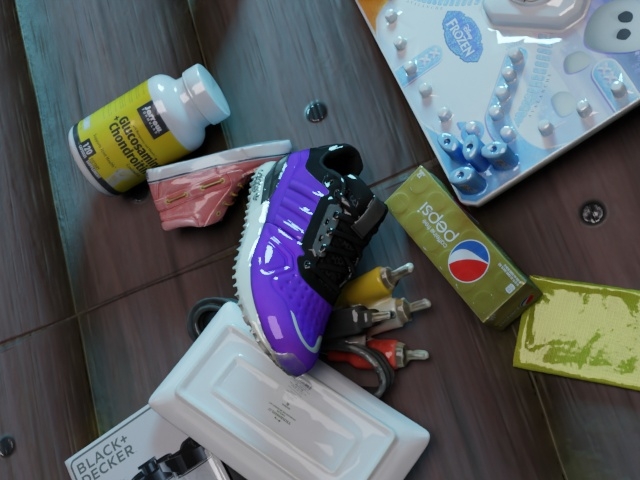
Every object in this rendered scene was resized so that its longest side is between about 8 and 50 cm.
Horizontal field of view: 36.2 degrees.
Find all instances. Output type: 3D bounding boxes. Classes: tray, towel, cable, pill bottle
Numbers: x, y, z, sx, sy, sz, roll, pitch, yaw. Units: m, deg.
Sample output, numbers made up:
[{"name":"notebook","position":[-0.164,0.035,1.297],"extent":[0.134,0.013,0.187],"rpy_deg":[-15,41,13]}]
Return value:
[{"name":"tray","position":[-0.036,0.180,1.005],"extent":[0.270,0.030,0.145],"rpy_deg":[31,70,19]},{"name":"towel","position":[0.315,0.098,0.969],"extent":[0.237,0.021,0.102],"rpy_deg":[9,76,24]},{"name":"cable","position":[-0.014,0.111,1.090],"extent":[0.287,0.072,0.140],"rpy_deg":[-10,87,31]},{"name":"pill bottle","position":[-0.208,-0.139,1.203],"extent":[0.184,0.103,0.103],"rpy_deg":[-30,65,11]}]

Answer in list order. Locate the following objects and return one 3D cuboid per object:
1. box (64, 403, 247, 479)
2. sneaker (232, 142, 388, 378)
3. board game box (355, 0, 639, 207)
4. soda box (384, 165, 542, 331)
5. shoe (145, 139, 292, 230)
[{"name":"box","position":[-0.135,0.318,1.036],"extent":[0.169,0.087,0.290],"rpy_deg":[-34,64,8]},{"name":"sneaker","position":[0.000,-0.001,1.023],"extent":[0.146,0.102,0.293],"rpy_deg":[-21,44,21]},{"name":"board game box","position":[0.234,-0.292,1.057],"extent":[0.390,0.050,0.390],"rpy_deg":[-34,57,18]},{"name":"soda box","position":[0.147,0.007,1.032],"extent":[0.061,0.058,0.181],"rpy_deg":[-45,58,12]},{"name":"shoe","position":[-0.114,-0.066,1.171],"extent":[0.178,0.063,0.081],"rpy_deg":[-14,98,-1]}]
